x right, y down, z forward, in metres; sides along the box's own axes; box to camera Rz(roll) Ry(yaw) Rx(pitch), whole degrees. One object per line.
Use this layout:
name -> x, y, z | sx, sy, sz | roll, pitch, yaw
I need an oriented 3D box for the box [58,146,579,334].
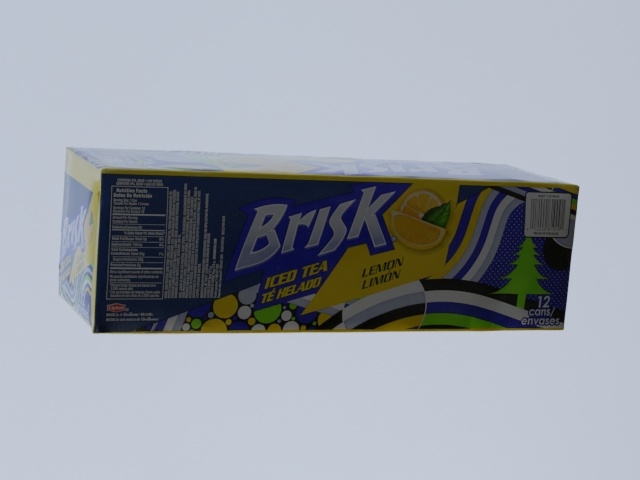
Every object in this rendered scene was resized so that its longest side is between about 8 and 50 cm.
box -> 0.000, 0.000, 0.505 | 0.169, 0.059, 0.054 | 2, -80, -21
